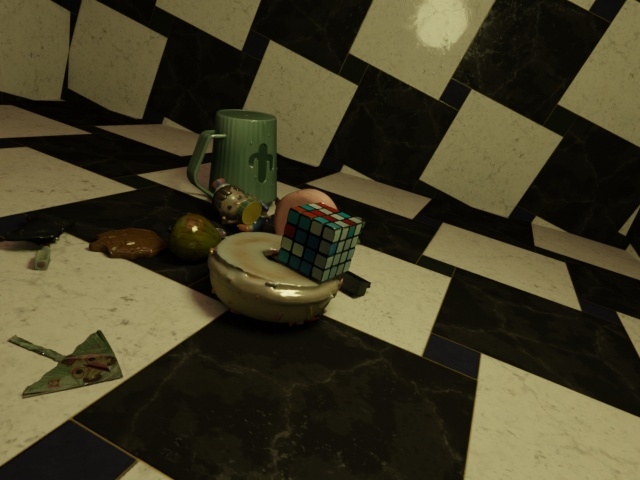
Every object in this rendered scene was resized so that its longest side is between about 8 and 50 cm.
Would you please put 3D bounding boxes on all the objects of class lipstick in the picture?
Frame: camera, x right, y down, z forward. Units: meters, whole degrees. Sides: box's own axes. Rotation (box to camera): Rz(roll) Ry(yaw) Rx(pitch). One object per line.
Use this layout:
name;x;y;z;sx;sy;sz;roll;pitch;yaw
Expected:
lipstick;-0.741;0.037;1.222;0.030;0.030;0.129;4;23;-24

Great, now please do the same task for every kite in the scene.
kite;-0.506;0.233;0.897;0.250;0.012;0.229;15;19;6

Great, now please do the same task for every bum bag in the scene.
bum bag;-0.807;-0.035;1.326;0.123;0.060;0.248;8;20;-14

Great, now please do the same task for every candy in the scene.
candy;-0.054;-0.067;1.628;0.255;0.255;0.094;23;22;22

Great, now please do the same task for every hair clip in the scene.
hair clip;-0.434;-0.033;1.572;0.187;0.056;0.146;18;27;2

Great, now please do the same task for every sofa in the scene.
sofa;0.082;0.132;1.487;0.147;0.060;0.085;27;7;30

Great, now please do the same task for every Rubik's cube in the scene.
Rubik's cube;0.000;0.000;1.224;0.151;0.154;0.155;26;23;26

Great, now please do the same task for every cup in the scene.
cup;-0.353;-0.347;1.985;0.310;0.392;0.401;14;25;16

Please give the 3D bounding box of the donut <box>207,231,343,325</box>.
donut;-0.131;0.104;1.282;0.383;0.142;0.382;13;21;-5

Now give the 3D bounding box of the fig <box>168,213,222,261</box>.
fig;-0.337;0.002;1.423;0.259;0.151;0.151;11;20;-19

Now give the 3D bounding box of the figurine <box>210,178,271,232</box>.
figurine;-0.327;-0.135;1.753;0.275;0.158;0.161;28;64;29

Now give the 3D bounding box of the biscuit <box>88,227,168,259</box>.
biscuit;-0.592;0.006;1.392;0.215;0.034;0.182;-7;28;-43

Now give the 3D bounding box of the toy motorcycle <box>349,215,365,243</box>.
toy motorcycle;0.071;-0.047;1.886;0.198;0.109;0.296;12;20;24
